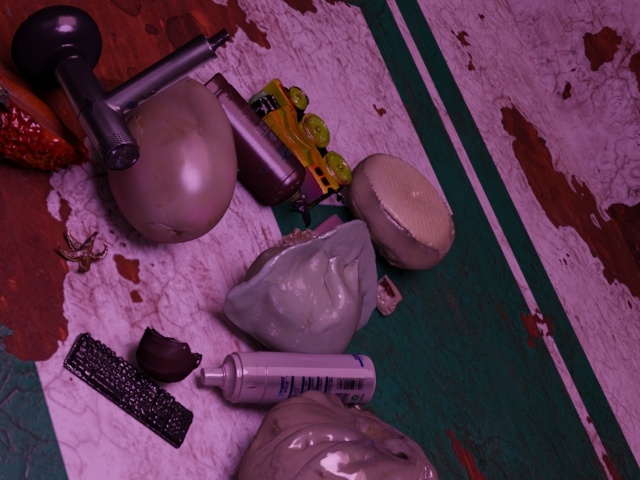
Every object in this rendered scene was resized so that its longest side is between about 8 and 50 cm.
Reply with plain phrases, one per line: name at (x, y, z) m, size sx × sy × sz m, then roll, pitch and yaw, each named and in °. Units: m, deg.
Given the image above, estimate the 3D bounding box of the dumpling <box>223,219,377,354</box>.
dumpling at (-0.034, 0.091, 1.916) m, size 0.320 × 0.212 × 0.269 m, roll -40°, pitch 132°, yaw -68°

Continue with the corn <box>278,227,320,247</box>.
corn at (0.010, 0.044, 2.072) m, size 0.211 × 0.087 × 0.087 m, roll 48°, pitch 33°, yaw -30°

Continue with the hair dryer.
hair dryer at (-0.314, -0.278, 1.754) m, size 0.284 × 0.155 × 0.320 m, roll -31°, pitch 57°, yaw -22°

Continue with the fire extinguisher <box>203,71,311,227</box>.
fire extinguisher at (-0.130, -0.169, 2.079) m, size 0.337 × 0.114 × 0.135 m, roll 47°, pitch 19°, yaw -11°

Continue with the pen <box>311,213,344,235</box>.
pen at (0.000, 0.000, 2.172) m, size 0.053 × 0.032 × 0.197 m, roll 54°, pitch 31°, yaw -5°

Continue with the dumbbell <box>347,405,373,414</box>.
dumbbell at (0.053, 0.289, 1.974) m, size 0.052 × 0.046 × 0.118 m, roll -20°, pitch 77°, yaw -50°

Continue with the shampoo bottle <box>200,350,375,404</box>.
shampoo bottle at (-0.059, 0.235, 1.796) m, size 0.304 × 0.092 × 0.092 m, roll 5°, pitch 55°, yaw -25°

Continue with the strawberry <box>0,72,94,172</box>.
strawberry at (-0.481, -0.179, 1.693) m, size 0.174 × 0.098 × 0.228 m, roll 49°, pitch 8°, yaw 30°

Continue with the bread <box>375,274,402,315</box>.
bread at (0.138, 0.117, 2.235) m, size 0.070 × 0.035 × 0.083 m, roll 56°, pitch 31°, yaw -1°

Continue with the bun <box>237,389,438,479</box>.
bun at (0.042, 0.381, 1.659) m, size 0.360 × 0.210 × 0.359 m, roll 24°, pitch 21°, yaw -10°

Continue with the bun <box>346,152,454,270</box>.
bun at (0.163, -0.054, 2.315) m, size 0.287 × 0.146 × 0.287 m, roll 31°, pitch 37°, yaw -28°

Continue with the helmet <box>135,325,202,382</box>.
helmet at (-0.244, 0.189, 1.665) m, size 0.070 × 0.098 × 0.123 m, roll -62°, pitch 158°, yaw -16°

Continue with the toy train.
toy train at (-0.051, -0.204, 2.224) m, size 0.161 × 0.100 × 0.296 m, roll -24°, pitch 80°, yaw -54°

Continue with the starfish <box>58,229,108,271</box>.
starfish at (-0.383, 0.017, 1.694) m, size 0.091 × 0.028 × 0.078 m, roll 3°, pitch 53°, yaw -46°

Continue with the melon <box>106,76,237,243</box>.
melon at (-0.256, -0.145, 1.814) m, size 0.223 × 0.223 × 0.316 m, roll 19°, pitch 50°, yaw -41°

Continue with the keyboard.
keyboard at (-0.290, 0.231, 1.627) m, size 0.231 × 0.023 × 0.072 m, roll 41°, pitch 38°, yaw -19°
